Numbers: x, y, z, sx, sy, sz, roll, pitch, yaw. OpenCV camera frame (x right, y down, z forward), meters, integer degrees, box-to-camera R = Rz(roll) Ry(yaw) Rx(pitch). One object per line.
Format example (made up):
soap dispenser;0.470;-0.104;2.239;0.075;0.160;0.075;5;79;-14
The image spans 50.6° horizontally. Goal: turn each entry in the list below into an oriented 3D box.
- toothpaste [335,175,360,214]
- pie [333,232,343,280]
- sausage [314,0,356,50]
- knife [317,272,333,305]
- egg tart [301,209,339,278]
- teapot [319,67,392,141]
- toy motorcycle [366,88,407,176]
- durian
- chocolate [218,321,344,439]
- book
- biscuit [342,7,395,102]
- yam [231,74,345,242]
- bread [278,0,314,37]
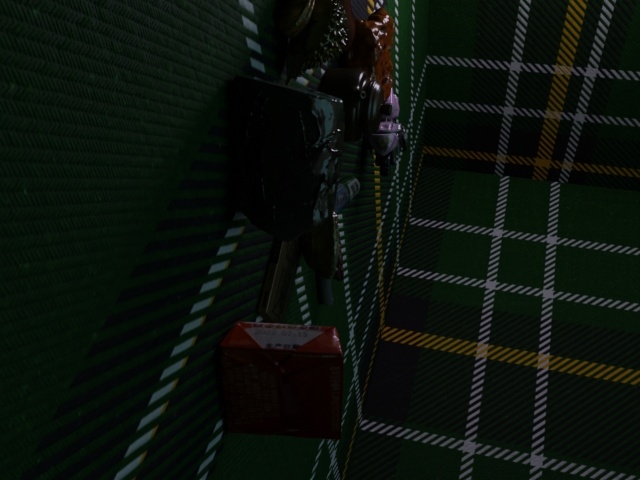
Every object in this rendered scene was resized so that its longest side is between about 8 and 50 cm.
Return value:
toothpaste;0.051;-0.128;1.919;0.392;0.061;0.098;-44;116;-68
pie;0.046;0.045;1.993;0.153;0.038;0.153;-6;90;-88
sausage;0.016;-0.561;1.453;0.094;0.094;0.419;-36;156;-7
knife;0.012;0.082;1.945;0.073;0.041;0.265;-84;172;-47
egg tart;0.000;0.000;1.654;0.197;0.078;0.197;175;-90;-79
teapot;0.099;-0.343;1.755;0.268;0.175;0.185;16;85;-76
toy motorcycle;0.227;-0.390;2.330;0.188;0.143;0.327;64;29;-67
durian;-0.009;-0.386;1.363;0.208;0.102;0.146;-57;-152;10
chocolate;-0.070;0.272;1.321;0.108;0.235;0.237;-81;172;-57
book;-0.088;0.078;1.550;0.161;0.026;0.230;65;35;-66
biscuit;0.140;-0.500;1.966;0.312;0.111;0.318;-58;153;-54
yam;-0.056;-0.146;1.222;0.202;0.201;0.271;-41;144;-69
bread;-0.043;-0.450;1.320;0.083;0.044;0.110;-30;-141;54
